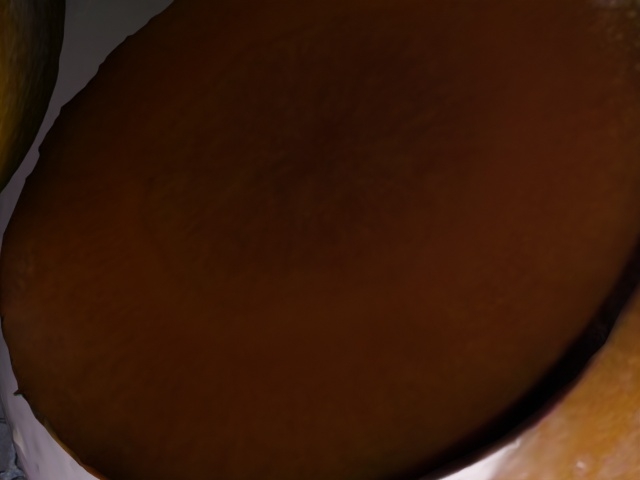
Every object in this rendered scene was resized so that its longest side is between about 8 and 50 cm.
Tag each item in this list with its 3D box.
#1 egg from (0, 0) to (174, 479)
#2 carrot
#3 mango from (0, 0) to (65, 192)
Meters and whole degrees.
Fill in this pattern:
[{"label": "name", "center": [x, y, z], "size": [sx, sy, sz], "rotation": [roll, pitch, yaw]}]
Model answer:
[{"label": "egg", "center": [0.000, 0.000, 0.757], "size": [0.354, 0.354, 0.340], "rotation": [0, 130, 36]}, {"label": "carrot", "center": [0.095, 0.009, 0.510], "size": [0.331, 0.193, 0.214], "rotation": [23, 118, -44]}, {"label": "mango", "center": [-0.162, -0.106, 0.482], "size": [0.146, 0.316, 0.193], "rotation": [-32, 126, 7]}]
